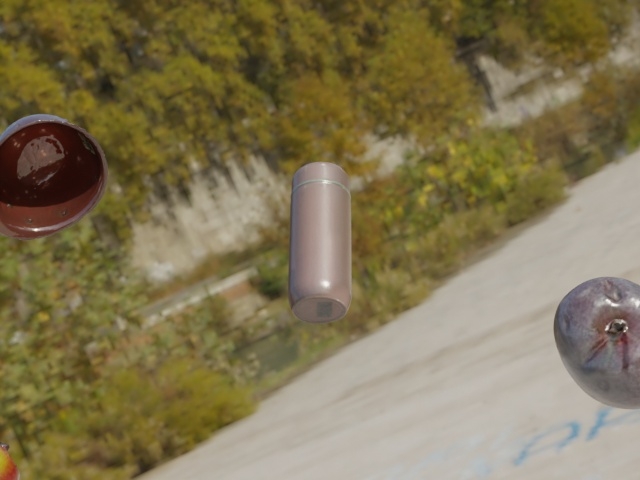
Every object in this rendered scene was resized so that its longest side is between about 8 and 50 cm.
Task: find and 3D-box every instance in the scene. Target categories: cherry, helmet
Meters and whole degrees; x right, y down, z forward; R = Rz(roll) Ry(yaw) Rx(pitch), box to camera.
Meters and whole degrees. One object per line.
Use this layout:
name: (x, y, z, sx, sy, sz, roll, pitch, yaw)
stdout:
cherry: (0.367, 0.131, 1.573, 0.140, 0.176, 0.176, -41, 5, -10)
helmet: (-0.366, -0.092, 1.665, 0.175, 0.155, 0.106, -58, 29, 12)

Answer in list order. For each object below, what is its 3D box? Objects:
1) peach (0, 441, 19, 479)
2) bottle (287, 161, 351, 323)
peach: (-0.518, 0.326, 1.631, 0.279, 0.189, 0.068, -23, -2, -27)
bottle: (0.000, 0.000, 1.091, 0.053, 0.140, 0.053, 1, -33, 1)
